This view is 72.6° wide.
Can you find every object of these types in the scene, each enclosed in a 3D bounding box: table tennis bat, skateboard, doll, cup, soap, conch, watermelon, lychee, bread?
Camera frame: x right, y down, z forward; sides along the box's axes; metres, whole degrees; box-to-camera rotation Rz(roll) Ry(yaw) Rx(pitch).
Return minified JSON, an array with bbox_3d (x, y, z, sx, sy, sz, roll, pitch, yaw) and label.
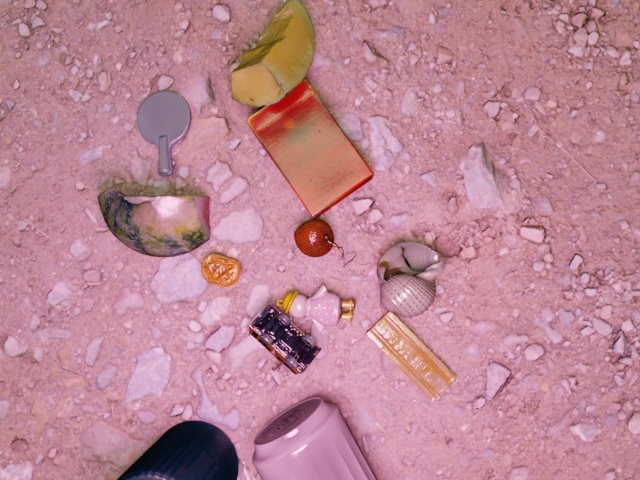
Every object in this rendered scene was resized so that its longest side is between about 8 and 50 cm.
[{"bbox_3d":[-0.432,-0.297,1.205,0.152,0.040,0.244,-5,83,2],"label":"table tennis bat"},{"bbox_3d":[-0.135,0.306,1.153,0.032,0.064,0.083,-45,76,11],"label":"skateboard"},{"bbox_3d":[-0.013,0.176,1.144,0.207,0.081,0.129,7,99,5],"label":"doll"},{"bbox_3d":[-0.028,0.591,1.062,0.322,0.237,0.327,-32,87,26],"label":"cup"},{"bbox_3d":[0.240,0.304,1.151,0.092,0.037,0.252,-45,87,0],"label":"soap"},{"bbox_3d":[0.224,0.108,1.119,0.200,0.131,0.172,-25,59,-27],"label":"conch"},{"bbox_3d":[-0.454,-0.062,1.148,0.305,0.224,0.180,3,42,4],"label":"watermelon"},{"bbox_3d":[-0.003,-0.003,1.143,0.140,0.101,0.114,-1,124,17],"label":"lychee"},{"bbox_3d":[-0.269,0.081,1.175,0.110,0.044,0.083,16,91,4],"label":"bread"},{"bbox_3d":[-0.375,0.593,1.020,0.307,0.292,0.242,1,86,2],"label":"cup"}]

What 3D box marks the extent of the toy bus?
[{"bbox_3d":[-0.098,0.255,1.128,0.182,0.103,0.091,41,64,2],"label":"toy bus"}]

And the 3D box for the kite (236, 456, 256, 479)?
[{"bbox_3d":[-0.169,0.721,1.148,0.310,0.015,0.169,37,87,4],"label":"kite"}]

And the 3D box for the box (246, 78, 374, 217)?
[{"bbox_3d":[-0.028,-0.240,1.164,0.197,0.089,0.313,-35,87,1],"label":"box"}]

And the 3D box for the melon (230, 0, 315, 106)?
[{"bbox_3d":[-0.104,-0.496,1.146,0.196,0.124,0.324,6,59,31],"label":"melon"}]
